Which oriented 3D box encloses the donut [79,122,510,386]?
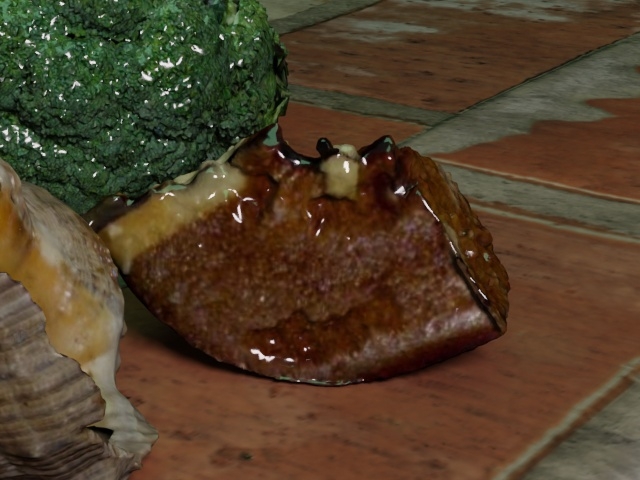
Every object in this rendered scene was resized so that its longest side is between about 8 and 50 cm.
[{"bbox_3d":[-0.008,0.007,0.816,0.186,0.144,0.126,-21,8,17],"label":"donut"}]

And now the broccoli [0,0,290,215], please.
[{"bbox_3d":[-0.155,-0.138,1.012,0.270,0.270,0.270,-2,-17,-1],"label":"broccoli"}]

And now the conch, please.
[{"bbox_3d":[-0.149,0.032,0.670,0.178,0.245,0.163,27,66,18],"label":"conch"}]
